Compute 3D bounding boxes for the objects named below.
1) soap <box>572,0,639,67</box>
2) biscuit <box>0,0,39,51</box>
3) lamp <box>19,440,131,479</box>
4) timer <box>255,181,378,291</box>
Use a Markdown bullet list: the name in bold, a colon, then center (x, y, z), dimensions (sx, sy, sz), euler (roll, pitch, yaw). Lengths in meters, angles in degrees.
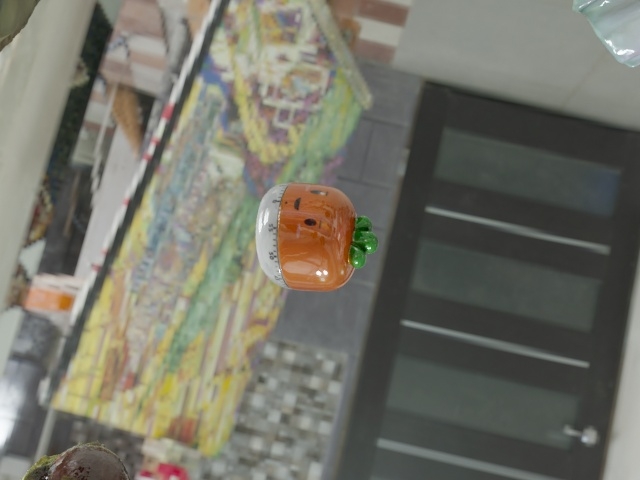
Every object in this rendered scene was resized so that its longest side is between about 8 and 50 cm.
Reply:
- **soap**: center (0.307, -0.245, 0.736), dimensions (0.347, 0.115, 0.208), euler (-28, 127, 35)
- **biscuit**: center (-0.335, -0.336, 1.288), dimensions (0.078, 0.335, 0.329), euler (21, -162, 2)
- **lamp**: center (-0.304, 0.326, 1.480), dimensions (0.135, 0.156, 0.157), euler (14, 177, -15)
- **timer**: center (0.000, 0.000, 1.273), dimensions (0.136, 0.099, 0.136), euler (18, 149, 11)
